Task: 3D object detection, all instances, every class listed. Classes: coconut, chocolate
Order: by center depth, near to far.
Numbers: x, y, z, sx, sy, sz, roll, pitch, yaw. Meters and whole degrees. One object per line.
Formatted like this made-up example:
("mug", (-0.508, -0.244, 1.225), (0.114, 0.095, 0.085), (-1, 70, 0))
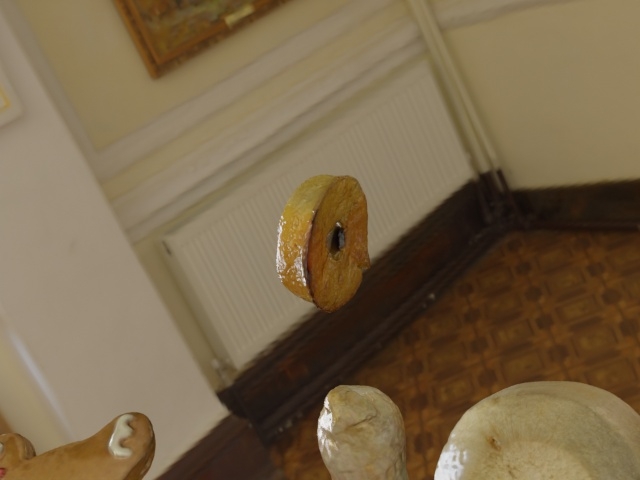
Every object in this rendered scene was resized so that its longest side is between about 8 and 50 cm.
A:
("chocolate", (0.072, 0.331, 1.459), (0.134, 0.309, 0.134), (-9, 37, 7))
("coconut", (0.406, 0.423, 1.733), (0.415, 0.345, 0.415), (-3, -8, 0))

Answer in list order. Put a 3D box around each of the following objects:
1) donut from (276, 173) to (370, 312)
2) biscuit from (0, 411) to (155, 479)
("donut", (0.000, -0.001, 1.361), (0.074, 0.190, 0.174), (11, 29, 32))
("biscuit", (-0.331, 0.295, 1.026), (0.339, 0.047, 0.216), (-14, 48, 21))
